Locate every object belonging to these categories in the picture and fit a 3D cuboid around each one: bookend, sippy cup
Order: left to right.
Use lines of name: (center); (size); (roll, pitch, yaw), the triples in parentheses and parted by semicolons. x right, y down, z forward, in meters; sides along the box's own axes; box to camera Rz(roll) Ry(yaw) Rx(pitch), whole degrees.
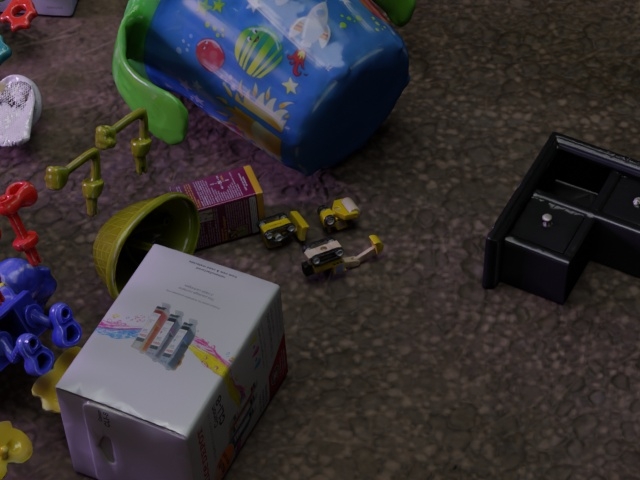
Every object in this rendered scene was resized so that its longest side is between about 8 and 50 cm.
sippy cup: (-0.040, -0.192, 1.660); (0.305, 0.240, 0.224); (-46, 69, -3)
bookend: (0.254, -0.005, 1.566); (0.156, 0.072, 0.157); (22, 53, 20)

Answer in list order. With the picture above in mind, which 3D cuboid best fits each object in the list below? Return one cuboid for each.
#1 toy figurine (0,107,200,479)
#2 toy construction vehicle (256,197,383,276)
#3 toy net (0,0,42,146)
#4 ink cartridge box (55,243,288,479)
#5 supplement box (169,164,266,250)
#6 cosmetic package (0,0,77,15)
toy figurine: (-0.300, 0.037, 1.479); (0.217, 0.191, 0.362); (2, 38, 39)
toy construction vehicle: (0.000, 0.000, 1.602); (0.098, 0.035, 0.086); (-20, 39, -18)
toy net: (-0.333, -0.180, 1.755); (0.122, 0.045, 0.232); (-28, 57, -5)
ink cartridge box: (-0.124, 0.120, 1.430); (0.127, 0.128, 0.176); (19, 52, 18)
supplement box: (-0.098, -0.030, 1.614); (0.083, 0.055, 0.043); (-16, 48, -12)
cosmetic package: (-0.337, -0.368, 1.861); (0.151, 0.151, 0.183); (4, 47, 7)
